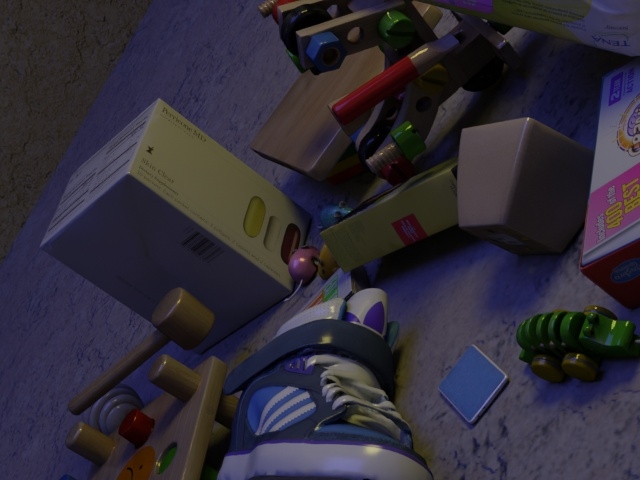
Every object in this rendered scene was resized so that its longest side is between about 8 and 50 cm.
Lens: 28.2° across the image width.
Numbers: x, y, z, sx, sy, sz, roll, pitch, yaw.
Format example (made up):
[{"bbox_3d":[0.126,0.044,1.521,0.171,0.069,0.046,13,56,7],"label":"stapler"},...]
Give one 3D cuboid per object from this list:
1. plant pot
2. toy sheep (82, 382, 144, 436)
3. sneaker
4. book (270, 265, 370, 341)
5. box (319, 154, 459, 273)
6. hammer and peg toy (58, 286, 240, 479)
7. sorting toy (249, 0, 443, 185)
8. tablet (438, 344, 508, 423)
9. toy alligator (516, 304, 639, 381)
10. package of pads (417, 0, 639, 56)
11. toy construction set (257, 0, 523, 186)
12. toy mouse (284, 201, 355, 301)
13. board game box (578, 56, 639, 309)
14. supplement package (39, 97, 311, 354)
[{"bbox_3d":[0.188,-0.043,1.178,0.109,0.109,0.096,-3,67,62],"label":"plant pot"},{"bbox_3d":[-0.275,0.233,1.695,0.132,0.091,0.091,18,72,52],"label":"toy sheep"},{"bbox_3d":[0.023,0.136,1.187,0.323,0.130,0.236,-22,41,61],"label":"sneaker"},{"bbox_3d":[-0.002,0.093,1.438,0.144,0.035,0.096,-47,19,17],"label":"book"},{"bbox_3d":[0.105,-0.036,1.340,0.232,0.058,0.087,-25,9,48],"label":"box"},{"bbox_3d":[-0.203,0.248,1.474,0.266,0.127,0.361,-39,26,35],"label":"hammer and peg toy"},{"bbox_3d":[0.049,-0.185,1.662,0.257,0.089,0.255,-54,23,-3],"label":"sorting toy"},{"bbox_3d":[0.136,0.128,1.143,0.054,0.006,0.083,-52,22,3],"label":"tablet"},{"bbox_3d":[0.212,0.076,1.012,0.190,0.051,0.056,-13,45,57],"label":"toy alligator"},{"bbox_3d":[0.230,-0.290,1.196,0.296,0.101,0.229,22,50,35],"label":"package of pads"},{"bbox_3d":[0.105,-0.207,1.373,0.237,0.257,0.309,-34,16,3],"label":"toy construction set"},{"bbox_3d":[0.000,0.000,1.562,0.161,0.031,0.143,-48,23,13],"label":"toy mouse"},{"bbox_3d":[0.352,-0.108,0.991,0.316,0.064,0.242,-31,31,42],"label":"board game box"},{"bbox_3d":[-0.181,-0.013,1.631,0.204,0.262,0.145,-34,30,37],"label":"supplement package"}]
